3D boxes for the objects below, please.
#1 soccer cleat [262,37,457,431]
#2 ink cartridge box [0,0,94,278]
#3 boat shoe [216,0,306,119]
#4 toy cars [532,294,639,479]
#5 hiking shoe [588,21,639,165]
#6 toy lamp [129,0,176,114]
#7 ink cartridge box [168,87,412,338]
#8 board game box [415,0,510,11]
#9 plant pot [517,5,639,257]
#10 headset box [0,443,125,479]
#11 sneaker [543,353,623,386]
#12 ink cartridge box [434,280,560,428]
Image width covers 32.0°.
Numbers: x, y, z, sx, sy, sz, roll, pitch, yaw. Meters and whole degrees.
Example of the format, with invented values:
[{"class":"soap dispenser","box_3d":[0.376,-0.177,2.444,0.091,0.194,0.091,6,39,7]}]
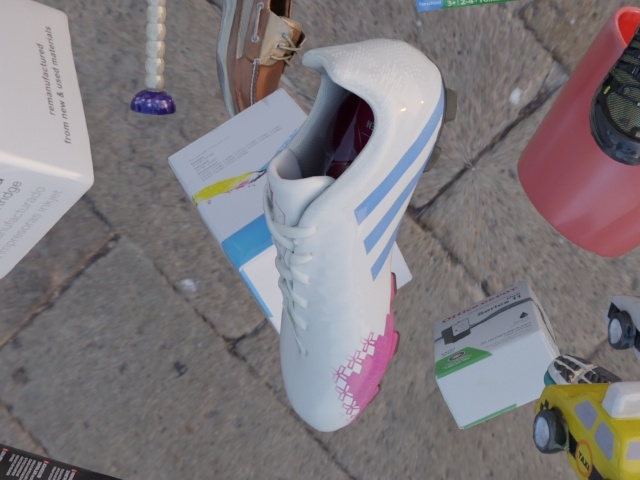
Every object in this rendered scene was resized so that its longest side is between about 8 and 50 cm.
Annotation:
[{"class":"soccer cleat","box_3d":[0.000,0.000,0.881,0.116,0.143,0.331,29,112,43]},{"class":"ink cartridge box","box_3d":[-0.305,-0.051,0.561,0.226,0.306,0.131,-38,56,35]},{"class":"boat shoe","box_3d":[-0.087,-0.314,1.718,0.116,0.123,0.325,0,94,19]},{"class":"toy cars","box_3d":[0.283,0.113,0.906,0.176,0.393,0.087,19,116,23]},{"class":"hiking shoe","box_3d":[0.338,-0.182,1.128,0.086,0.114,0.227,22,62,7]},{"class":"toy lamp","box_3d":[-0.244,-0.327,1.643,0.080,0.080,0.275,9,108,7]},{"class":"ink cartridge box","box_3d":[-0.045,-0.030,1.516,0.197,0.198,0.270,-33,45,-5]},{"class":"board game box","box_3d":[0.186,-0.400,1.411,0.160,0.039,0.212,-4,128,15]},{"class":"plant pot","box_3d":[0.404,-0.126,1.446,0.275,0.275,0.243,43,124,3]},{"class":"headset box","box_3d":[-0.249,0.250,0.830,0.293,0.218,0.110,18,105,-7]},{"class":"sneaker","box_3d":[0.315,0.241,1.147,0.110,0.107,0.275,-47,70,32]},{"class":"ink cartridge box","box_3d":[0.235,0.148,1.490,0.153,0.208,0.087,-26,101,11]}]
